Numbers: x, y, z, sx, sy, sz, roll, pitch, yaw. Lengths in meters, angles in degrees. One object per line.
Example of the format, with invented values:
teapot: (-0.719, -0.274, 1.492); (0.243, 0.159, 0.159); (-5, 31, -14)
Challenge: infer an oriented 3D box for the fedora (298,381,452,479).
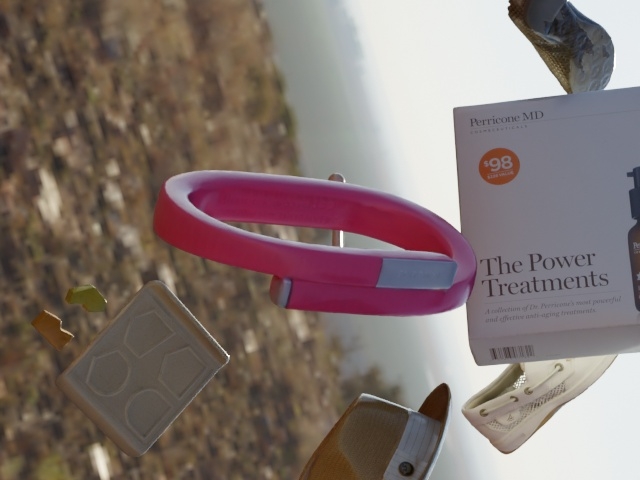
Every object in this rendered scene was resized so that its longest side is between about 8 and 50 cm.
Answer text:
fedora: (0.032, 0.184, 1.247); (0.079, 0.194, 0.194); (29, 2, -1)

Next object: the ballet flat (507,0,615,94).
ballet flat: (0.274, -0.236, 1.835); (0.058, 0.084, 0.250); (32, 0, 37)

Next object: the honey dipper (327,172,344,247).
honey dipper: (0.018, -0.012, 1.613); (0.160, 0.030, 0.030); (-88, 164, -45)

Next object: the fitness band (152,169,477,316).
fitness band: (0.000, 0.000, 1.355); (0.209, 0.291, 0.054); (42, -59, 57)

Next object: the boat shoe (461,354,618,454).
boat shoe: (0.281, 0.150, 1.972); (0.096, 0.277, 0.098); (36, 22, -10)

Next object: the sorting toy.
sorting toy: (-0.307, 0.172, 2.489); (0.307, 0.229, 0.041); (52, -13, -33)

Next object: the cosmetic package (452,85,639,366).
cosmetic package: (0.342, -0.025, 1.737); (0.097, 0.377, 0.284); (66, 20, -63)
